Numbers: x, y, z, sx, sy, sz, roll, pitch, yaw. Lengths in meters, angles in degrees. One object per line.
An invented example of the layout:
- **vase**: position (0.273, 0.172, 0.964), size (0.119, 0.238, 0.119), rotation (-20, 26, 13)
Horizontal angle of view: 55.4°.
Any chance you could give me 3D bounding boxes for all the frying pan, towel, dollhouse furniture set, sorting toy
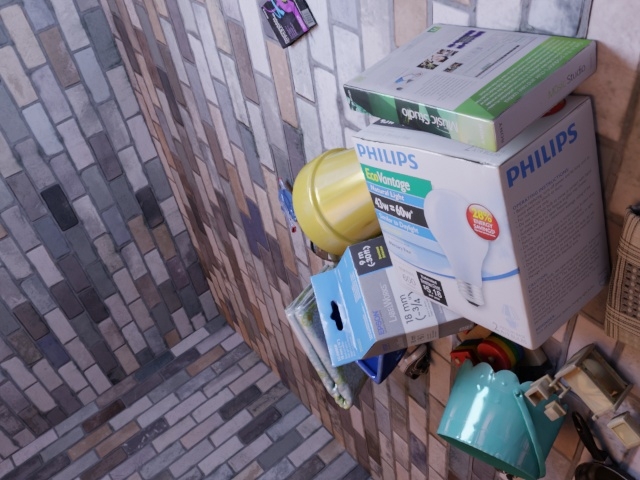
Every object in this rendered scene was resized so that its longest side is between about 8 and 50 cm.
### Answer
- **frying pan**: position (0.642, 0.535, 1.410), size (0.326, 0.053, 0.197), rotation (56, 153, 10)
- **towel**: position (0.053, 0.296, 1.956), size (0.090, 0.320, 0.374), rotation (-22, 103, 35)
- **dollhouse furniture set**: position (0.543, 0.330, 1.233), size (0.182, 0.101, 0.161), rotation (51, 140, 13)
- **towel**: position (0.601, 0.130, 0.948), size (0.324, 0.056, 0.312), rotation (35, 149, 40)
- **sorting toy**: position (0.371, 0.211, 1.476), size (0.257, 0.089, 0.255), rotation (57, 158, 0)

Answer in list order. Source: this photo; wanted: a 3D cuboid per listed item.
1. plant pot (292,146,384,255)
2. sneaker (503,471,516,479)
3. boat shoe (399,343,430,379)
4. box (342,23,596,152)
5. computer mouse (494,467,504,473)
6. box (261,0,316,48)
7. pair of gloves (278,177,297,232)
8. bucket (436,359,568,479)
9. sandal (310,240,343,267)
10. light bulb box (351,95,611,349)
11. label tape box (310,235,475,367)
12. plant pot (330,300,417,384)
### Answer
- **plant pot**: position (0.101, -0.116, 1.416), size (0.239, 0.254, 0.254), rotation (-27, 97, 51)
- **sneaker**: position (0.528, 0.603, 1.750), size (0.071, 0.068, 0.170), rotation (-169, 56, -80)
- **boat shoe**: position (0.299, 0.381, 1.872), size (0.076, 0.080, 0.228), rotation (43, 156, 15)
- **box**: position (0.222, -0.255, 0.961), size (0.322, 0.232, 0.058), rotation (30, 150, 48)
- **computer mouse**: position (0.501, 0.626, 1.857), size (0.242, 0.041, 0.071), rotation (38, 135, 26)
- **box**: position (-0.078, -0.536, 1.455), size (0.116, 0.029, 0.162), rotation (61, 158, -11)
- **pair of gloves**: position (-0.107, -0.119, 2.023), size (0.198, 0.023, 0.159), rotation (110, 139, -70)
- **bucket**: position (0.416, 0.420, 1.416), size (0.281, 0.183, 0.281), rotation (25, 164, 8)
- **sandal**: position (-0.001, -0.001, 1.946), size (0.303, 0.086, 0.120), rotation (54, 158, 5)
- **light bulb box**: position (0.288, -0.060, 1.102), size (0.358, 0.225, 0.361), rotation (24, 143, 52)
- **label tape box**: position (0.151, 0.120, 1.376), size (0.106, 0.333, 0.241), rotation (67, -173, -62)
- **plant pot**: position (0.170, 0.228, 1.746), size (0.236, 0.212, 0.236), rotation (45, 155, 27)
